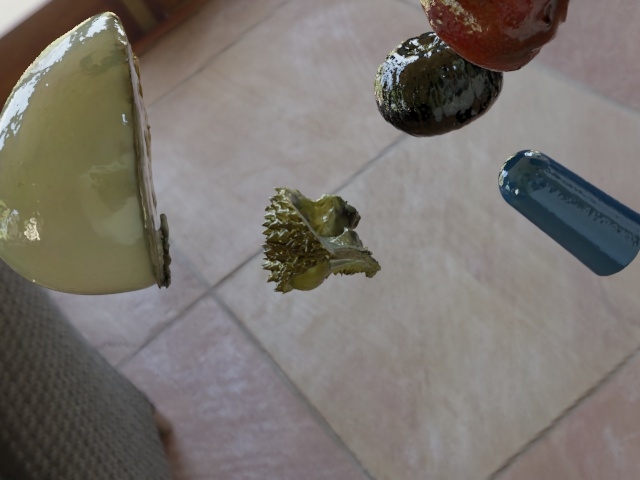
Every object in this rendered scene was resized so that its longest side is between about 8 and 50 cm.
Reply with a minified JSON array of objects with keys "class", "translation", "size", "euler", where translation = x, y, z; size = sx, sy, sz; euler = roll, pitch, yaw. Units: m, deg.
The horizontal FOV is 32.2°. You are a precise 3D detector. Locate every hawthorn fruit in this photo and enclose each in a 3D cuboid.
[{"class":"hawthorn fruit","translation":[0.214,-0.299,1.344],"size":[0.173,0.179,0.173],"euler":[-37,0,0]}]

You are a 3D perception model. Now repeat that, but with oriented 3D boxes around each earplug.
[{"class":"earplug","translation":[0.419,-0.060,1.910],"size":[0.132,0.273,0.132],"euler":[-45,25,28]}]

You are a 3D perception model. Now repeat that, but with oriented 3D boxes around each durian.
[{"class":"durian","translation":[0.000,0.000,1.760],"size":[0.167,0.306,0.172],"euler":[-5,77,23]}]

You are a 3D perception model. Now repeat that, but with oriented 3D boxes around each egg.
[{"class":"egg","translation":[-0.249,-0.082,1.099],"size":[0.174,0.264,0.286],"euler":[-6,76,-10]}]

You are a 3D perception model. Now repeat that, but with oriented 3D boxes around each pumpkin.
[{"class":"pumpkin","translation":[0.206,-0.275,1.954],"size":[0.233,0.163,0.233],"euler":[-19,22,8]}]
